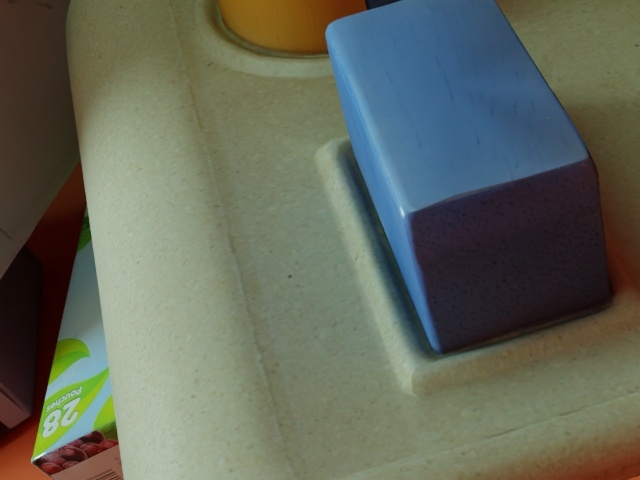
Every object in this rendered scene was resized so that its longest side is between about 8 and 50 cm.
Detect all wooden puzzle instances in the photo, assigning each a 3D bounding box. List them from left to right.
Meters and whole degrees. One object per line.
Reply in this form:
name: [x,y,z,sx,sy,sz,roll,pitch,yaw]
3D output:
wooden puzzle: [0.083,-0.074,0.448,0.348,0.080,0.322,-20,39,1]

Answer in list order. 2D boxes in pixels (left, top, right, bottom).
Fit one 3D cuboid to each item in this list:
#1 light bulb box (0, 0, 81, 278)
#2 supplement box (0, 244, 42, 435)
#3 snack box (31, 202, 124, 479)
light bulb box: [-0.337,-0.107,0.656,0.361,0.358,0.225,-15,35,39]
supplement box: [-0.253,0.088,0.737,0.239,0.073,0.130,-35,31,14]
snack box: [0.000,0.000,0.563,0.207,0.070,0.174,-28,35,24]
